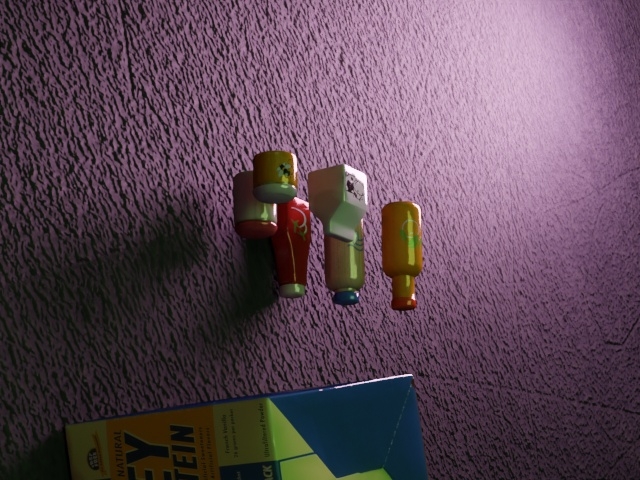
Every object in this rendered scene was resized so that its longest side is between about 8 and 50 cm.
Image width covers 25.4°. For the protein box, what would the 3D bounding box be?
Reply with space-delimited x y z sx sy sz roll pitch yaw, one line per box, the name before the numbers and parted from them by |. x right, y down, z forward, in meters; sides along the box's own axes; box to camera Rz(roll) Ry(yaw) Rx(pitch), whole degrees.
protein box | -0.052 0.189 1.110 0.200 0.201 0.136 -1 81 -55

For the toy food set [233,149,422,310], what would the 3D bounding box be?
toy food set | 0.000 0.000 1.321 0.232 0.111 0.105 21 63 -54
